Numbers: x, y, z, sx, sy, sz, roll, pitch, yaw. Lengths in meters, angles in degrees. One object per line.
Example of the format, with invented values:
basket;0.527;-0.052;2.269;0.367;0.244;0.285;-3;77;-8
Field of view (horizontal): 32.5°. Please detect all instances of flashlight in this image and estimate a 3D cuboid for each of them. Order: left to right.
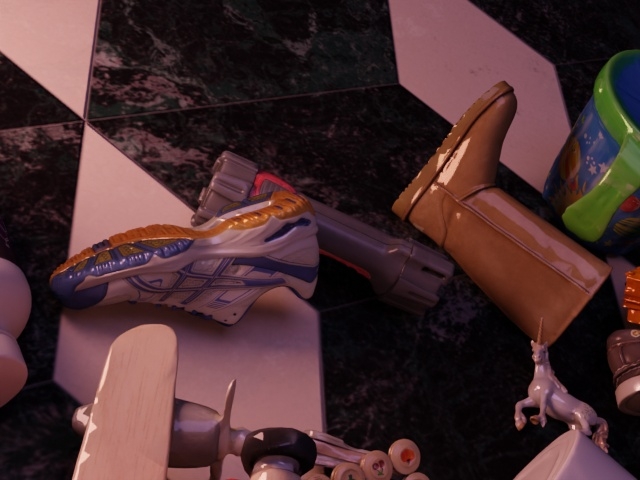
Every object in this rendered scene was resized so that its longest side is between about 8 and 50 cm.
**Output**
flashlight;0.000;0.000;1.312;0.304;0.103;0.103;26;12;-11

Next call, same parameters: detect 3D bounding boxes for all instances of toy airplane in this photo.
toy airplane;-0.157;0.290;0.902;0.384;0.272;0.386;33;68;34

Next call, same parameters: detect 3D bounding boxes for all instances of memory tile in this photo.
memory tile;0.056;0.276;1.126;0.148;0.012;0.113;-16;85;-30

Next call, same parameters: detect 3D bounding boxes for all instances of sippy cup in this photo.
sippy cup;0.434;-0.105;1.523;0.305;0.224;0.240;0;53;-29

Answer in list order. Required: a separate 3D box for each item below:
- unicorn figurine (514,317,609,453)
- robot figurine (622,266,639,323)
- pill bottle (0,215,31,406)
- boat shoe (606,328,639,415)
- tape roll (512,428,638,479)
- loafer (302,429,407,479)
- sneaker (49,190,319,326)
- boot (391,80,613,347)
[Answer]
unicorn figurine;0.283;0.194;1.322;0.162;0.060;0.111;46;45;-8
robot figurine;0.522;0.072;1.451;0.211;0.085;0.291;14;10;38
pill bottle;-0.389;0.011;1.040;0.181;0.181;0.323;-11;59;-33
boat shoe;0.519;0.168;1.419;0.324;0.116;0.097;3;55;-17
tape roll;0.182;0.311;1.006;0.100;0.286;0.286;41;46;9
loafer;0.033;0.240;1.163;0.125;0.045;0.039;24;65;-10
sneaker;-0.137;0.045;1.189;0.296;0.131;0.112;-14;21;-11
boot;0.261;-0.036;1.408;0.269;0.236;0.089;40;11;11
